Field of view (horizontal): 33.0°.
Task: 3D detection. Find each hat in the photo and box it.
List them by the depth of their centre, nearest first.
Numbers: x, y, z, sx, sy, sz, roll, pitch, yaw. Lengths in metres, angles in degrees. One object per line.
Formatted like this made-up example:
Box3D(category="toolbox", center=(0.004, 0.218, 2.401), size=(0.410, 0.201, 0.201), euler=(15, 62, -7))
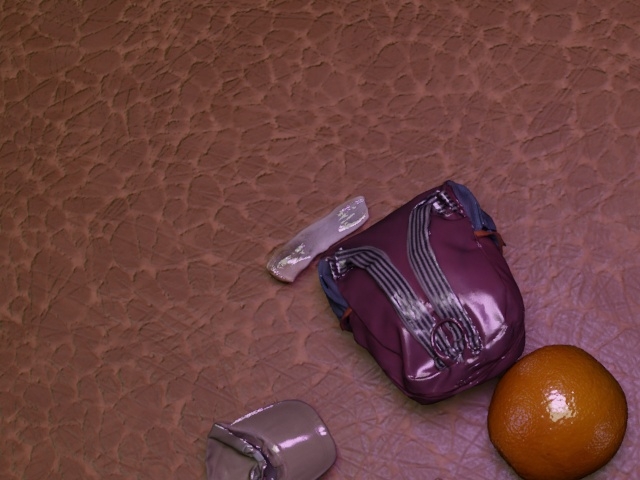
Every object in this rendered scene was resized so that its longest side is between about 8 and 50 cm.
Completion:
Box3D(category="hat", center=(-0.076, 0.349, 1.694), size=(0.173, 0.144, 0.166), euler=(-11, 61, -39))

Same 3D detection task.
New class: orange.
Box3D(category="orange", center=(0.340, 0.255, 1.563), size=(0.206, 0.206, 0.206), euler=(-3, 73, 10))

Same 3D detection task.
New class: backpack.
Box3D(category="backpack", center=(0.162, 0.087, 1.622), size=(0.283, 0.197, 0.317), euler=(-32, 47, 9))

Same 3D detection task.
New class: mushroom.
Box3D(category="mushroom", center=(-0.002, -0.003, 1.789), size=(0.202, 0.054, 0.059), euler=(-39, 75, -8))

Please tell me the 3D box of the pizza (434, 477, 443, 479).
Box3D(category="pizza", center=(0.154, 0.545, 1.533), size=(0.278, 0.114, 0.408), euler=(9, 70, 32))
